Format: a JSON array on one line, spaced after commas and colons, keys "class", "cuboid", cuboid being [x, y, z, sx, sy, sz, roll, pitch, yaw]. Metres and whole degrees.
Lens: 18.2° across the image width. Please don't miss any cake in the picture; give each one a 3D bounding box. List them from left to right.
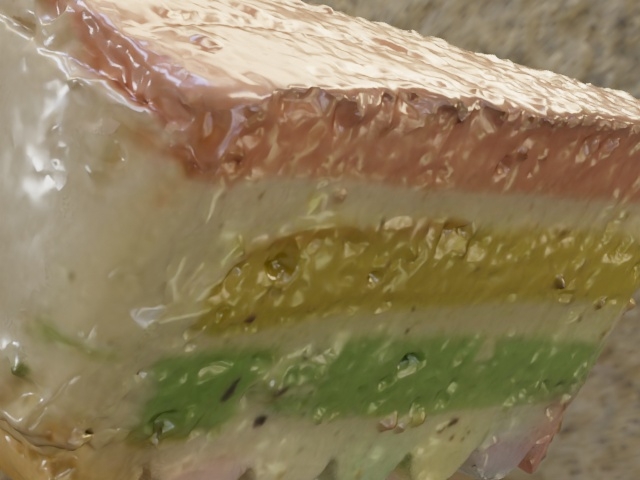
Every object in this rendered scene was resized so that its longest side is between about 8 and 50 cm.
[{"class": "cake", "cuboid": [0.010, 0.009, 0.468, 0.225, 0.090, 0.109, 12, 108, -35]}]
